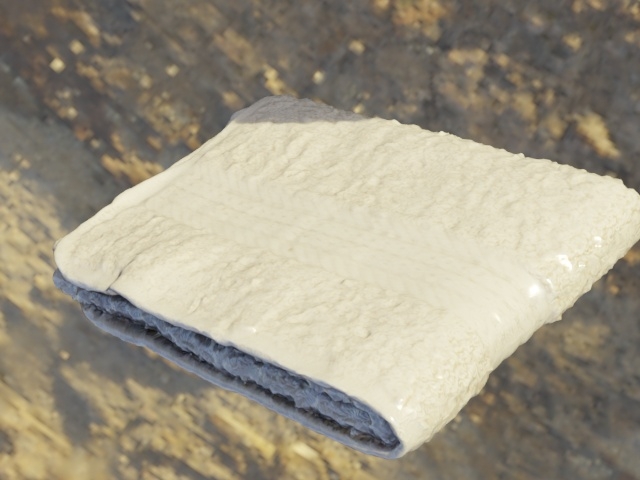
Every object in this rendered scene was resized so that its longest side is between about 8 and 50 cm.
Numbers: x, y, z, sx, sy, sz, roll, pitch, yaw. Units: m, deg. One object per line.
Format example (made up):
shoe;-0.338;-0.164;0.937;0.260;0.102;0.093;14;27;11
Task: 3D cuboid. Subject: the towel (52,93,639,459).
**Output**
towel;0.000;0.000;0.694;0.282;0.187;0.049;18;137;45
